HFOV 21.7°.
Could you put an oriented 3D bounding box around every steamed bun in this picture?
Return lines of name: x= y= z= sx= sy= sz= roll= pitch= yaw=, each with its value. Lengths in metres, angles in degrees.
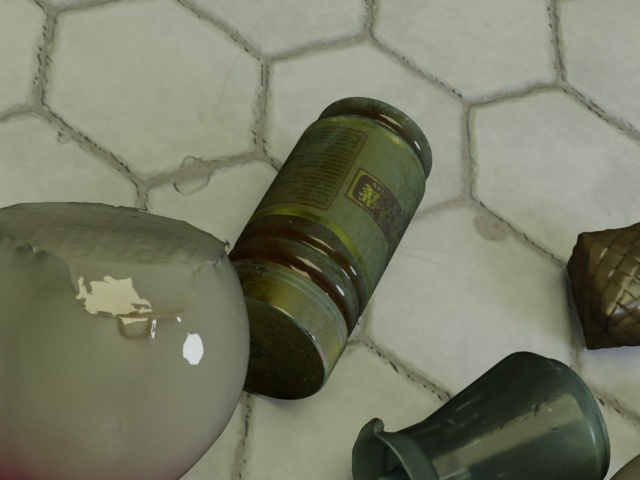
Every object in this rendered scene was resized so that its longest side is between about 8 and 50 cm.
steamed bun: x=-0.215 y=0.126 z=1.527 sx=0.309 sy=0.309 sz=0.309 roll=11 pitch=54 yaw=-15

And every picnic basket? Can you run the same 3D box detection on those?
picnic basket: x=0.378 y=0.048 z=1.890 sx=0.178 sy=0.128 sz=0.138 roll=-7 pitch=61 yaw=-6

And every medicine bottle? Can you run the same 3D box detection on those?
medicine bottle: x=0.000 y=0.000 z=1.755 sx=0.151 sy=0.151 sz=0.322 roll=30 pitch=51 yaw=-1

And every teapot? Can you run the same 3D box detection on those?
teapot: x=0.163 y=0.234 z=1.670 sx=0.225 sy=0.171 sz=0.203 roll=-19 pitch=96 yaw=-24

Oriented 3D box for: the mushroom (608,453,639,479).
mushroom: x=0.401 y=0.330 z=1.595 sx=0.297 sy=0.290 sz=0.297 roll=9 pitch=73 yaw=-30
